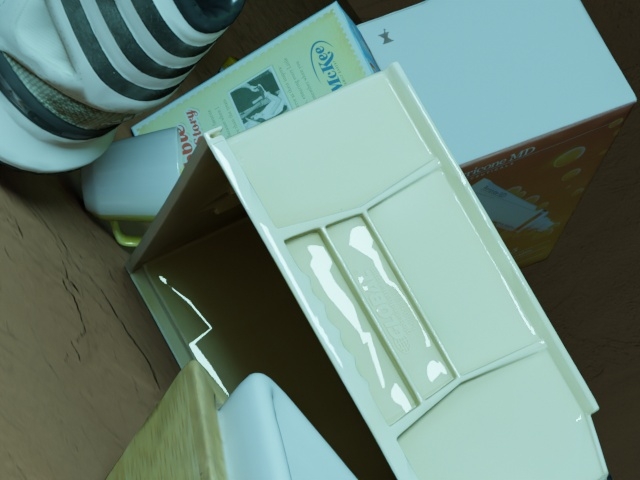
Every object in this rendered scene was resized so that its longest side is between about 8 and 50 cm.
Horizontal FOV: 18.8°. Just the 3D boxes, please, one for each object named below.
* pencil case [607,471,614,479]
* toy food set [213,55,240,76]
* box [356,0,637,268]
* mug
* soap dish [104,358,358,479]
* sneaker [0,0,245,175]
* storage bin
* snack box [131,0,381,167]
[{"bbox_3d":[0.097,0.127,1.566,0.410,0.160,0.183,54,-7,-31],"label":"pencil case"},{"bbox_3d":[-0.035,-0.064,1.788,0.232,0.104,0.111,44,13,35],"label":"toy food set"},{"bbox_3d":[0.135,-0.086,1.877,0.168,0.215,0.345,63,-18,20],"label":"box"},{"bbox_3d":[-0.119,-0.031,1.231,0.062,0.064,0.078,-111,-164,-82],"label":"mug"},{"bbox_3d":[0.005,0.227,0.916,0.291,0.118,0.229,54,11,-31],"label":"soap dish"},{"bbox_3d":[-0.170,-0.280,1.035,0.169,0.257,0.447,-30,90,-48],"label":"sneaker"},{"bbox_3d":[0.019,0.068,1.126,0.260,0.123,0.262,61,-21,7],"label":"storage bin"},{"bbox_3d":[0.000,0.000,1.384,0.060,0.187,0.322,45,17,-57],"label":"snack box"}]
